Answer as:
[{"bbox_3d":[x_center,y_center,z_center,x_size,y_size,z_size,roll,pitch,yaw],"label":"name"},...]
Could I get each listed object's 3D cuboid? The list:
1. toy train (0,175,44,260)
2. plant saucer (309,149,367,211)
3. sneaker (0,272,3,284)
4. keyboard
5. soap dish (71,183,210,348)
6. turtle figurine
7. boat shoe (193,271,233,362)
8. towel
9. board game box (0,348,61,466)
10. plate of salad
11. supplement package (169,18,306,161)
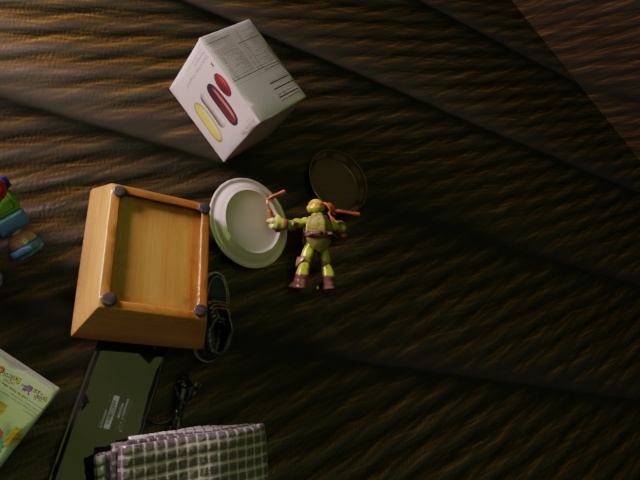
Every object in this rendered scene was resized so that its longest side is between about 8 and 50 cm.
[{"bbox_3d":[-0.585,0.012,0.936,0.248,0.105,0.143,-42,113,-33],"label":"toy train"},{"bbox_3d":[0.039,-0.141,1.438,0.169,0.029,0.168,14,63,-29],"label":"plant saucer"},{"bbox_3d":[-0.567,0.070,0.897,0.135,0.058,0.052,13,25,-31],"label":"sneaker"},{"bbox_3d":[-0.325,0.309,1.015,0.202,0.033,0.317,23,61,-22],"label":"keyboard"},{"bbox_3d":[-0.308,0.041,1.062,0.229,0.118,0.290,13,57,-28],"label":"soap dish"},{"bbox_3d":[0.000,0.000,1.297,0.270,0.087,0.217,6,82,-42],"label":"turtle figurine"},{"bbox_3d":[-0.198,0.140,1.133,0.065,0.083,0.183,14,64,-28],"label":"boat shoe"},{"bbox_3d":[-0.213,0.430,0.955,0.284,0.121,0.234,4,77,-38],"label":"towel"},{"bbox_3d":[-0.524,0.294,0.819,0.144,0.142,0.275,40,54,-13],"label":"board game box"},{"bbox_3d":[-0.156,-0.036,1.256,0.200,0.048,0.199,15,68,-39],"label":"plate of salad"},{"bbox_3d":[-0.181,-0.317,1.261,0.149,0.194,0.203,-39,94,-37],"label":"supplement package"}]
